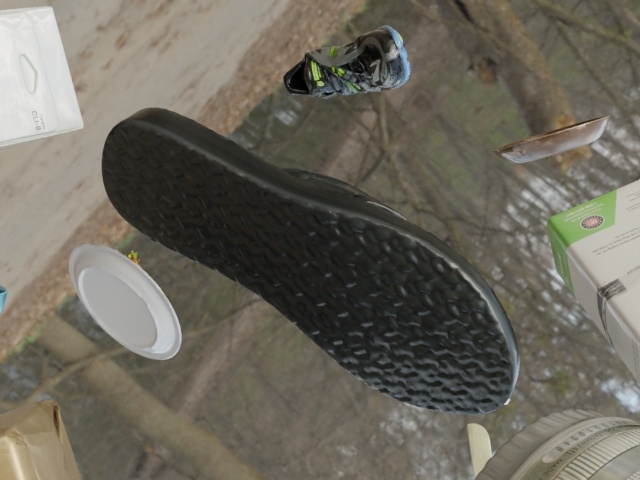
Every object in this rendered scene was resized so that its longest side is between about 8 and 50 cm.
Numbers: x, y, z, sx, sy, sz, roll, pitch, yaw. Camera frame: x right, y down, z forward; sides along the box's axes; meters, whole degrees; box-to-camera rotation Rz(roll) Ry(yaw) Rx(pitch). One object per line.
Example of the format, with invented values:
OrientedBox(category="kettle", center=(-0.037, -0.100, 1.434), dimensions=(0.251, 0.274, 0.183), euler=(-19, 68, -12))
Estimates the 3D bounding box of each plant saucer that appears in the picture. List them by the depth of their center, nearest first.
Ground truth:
OrientedBox(category="plant saucer", center=(0.388, -0.164, 1.453), dimensions=(0.199, 0.036, 0.198), euler=(-17, -177, 1))

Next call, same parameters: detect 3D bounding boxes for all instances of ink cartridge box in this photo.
OrientedBox(category="ink cartridge box", center=(-0.349, -0.155, 0.895), dimensions=(0.127, 0.128, 0.176), euler=(-21, -169, -38))
OrientedBox(category="ink cartridge box", center=(0.442, 0.051, 1.102), dimensions=(0.199, 0.114, 0.272), euler=(-22, -139, 0))

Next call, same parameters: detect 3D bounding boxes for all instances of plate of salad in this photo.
OrientedBox(category="plate of salad", center=(-0.264, 0.081, 1.196), dimensions=(0.048, 0.200, 0.200), euler=(-47, 175, -40))

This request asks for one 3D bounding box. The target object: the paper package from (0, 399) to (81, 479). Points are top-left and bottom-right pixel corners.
OrientedBox(category="paper package", center=(-0.368, 0.351, 0.821), dimensions=(0.325, 0.309, 0.168), euler=(-20, 178, -2))

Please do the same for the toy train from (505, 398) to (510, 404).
OrientedBox(category="toy train", center=(0.267, 0.294, 1.608), dimensions=(0.125, 0.166, 0.046), euler=(-25, 120, -71))

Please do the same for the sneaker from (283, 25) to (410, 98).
OrientedBox(category="sneaker", center=(0.026, -0.181, 0.936), dimensions=(0.078, 0.067, 0.188), euler=(-28, -164, -32))

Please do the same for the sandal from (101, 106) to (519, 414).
OrientedBox(category="sandal", center=(0.000, -0.002, 0.820), dimensions=(0.107, 0.446, 0.167), euler=(-44, 162, -50))

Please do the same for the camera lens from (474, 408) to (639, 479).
OrientedBox(category="camera lens", center=(0.245, 0.254, 0.574), dimensions=(0.219, 0.219, 0.274), euler=(-53, -148, -8))

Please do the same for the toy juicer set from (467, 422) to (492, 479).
OrientedBox(category="toy juicer set", center=(0.344, 0.395, 1.202), dimensions=(0.089, 0.329, 0.209), euler=(59, 45, -71))

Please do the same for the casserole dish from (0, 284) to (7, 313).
OrientedBox(category="casserole dish", center=(-0.428, 0.069, 0.983), dimensions=(0.114, 0.188, 0.036), euler=(-8, 103, -40))
